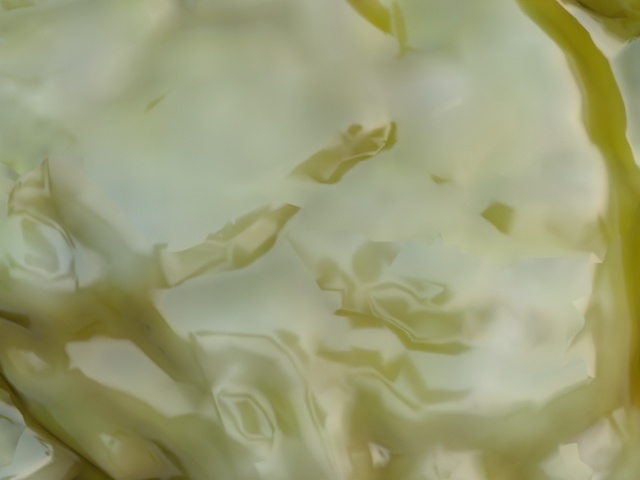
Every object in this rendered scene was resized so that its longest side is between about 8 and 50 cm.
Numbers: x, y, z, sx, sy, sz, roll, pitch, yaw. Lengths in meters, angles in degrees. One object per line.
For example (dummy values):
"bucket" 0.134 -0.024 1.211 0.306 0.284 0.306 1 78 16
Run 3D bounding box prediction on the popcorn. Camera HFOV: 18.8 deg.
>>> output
"popcorn" -0.004 -0.020 0.672 0.354 0.390 0.344 -8 18 16
